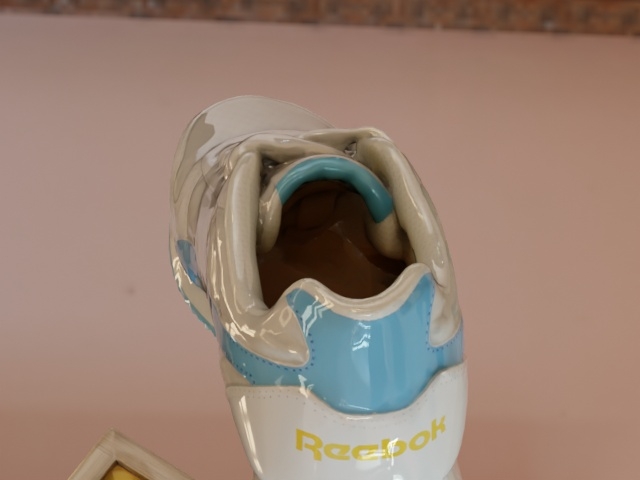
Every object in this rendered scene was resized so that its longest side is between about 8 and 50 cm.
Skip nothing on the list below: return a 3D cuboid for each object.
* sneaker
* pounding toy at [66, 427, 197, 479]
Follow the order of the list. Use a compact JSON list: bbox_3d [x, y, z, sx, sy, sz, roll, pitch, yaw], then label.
[{"bbox_3d":[0.000,0.000,0.631,0.229,0.087,0.092,-115,-159,-58],"label":"sneaker"},{"bbox_3d":[-0.058,0.212,0.839,0.181,0.206,0.094,-52,163,-27],"label":"pounding toy"}]
